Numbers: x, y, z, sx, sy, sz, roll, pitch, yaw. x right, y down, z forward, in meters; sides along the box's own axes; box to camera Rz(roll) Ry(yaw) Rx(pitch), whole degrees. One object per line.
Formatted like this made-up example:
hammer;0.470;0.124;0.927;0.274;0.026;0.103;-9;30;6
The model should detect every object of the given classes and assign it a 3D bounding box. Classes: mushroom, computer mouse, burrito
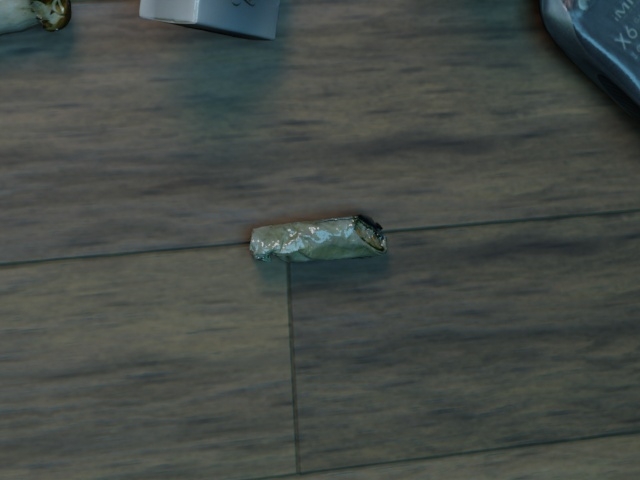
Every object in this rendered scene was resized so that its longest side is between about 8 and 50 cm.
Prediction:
mushroom;-0.328;-0.198;1.242;0.209;0.071;0.084;-29;136;-5
computer mouse;0.326;-0.224;1.390;0.379;0.090;0.167;45;78;-4
burrito;0.000;0.000;1.361;0.149;0.055;0.041;-4;69;-11

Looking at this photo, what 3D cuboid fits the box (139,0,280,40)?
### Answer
box;-0.086;-0.312;1.235;0.067;0.155;0.242;12;96;27
